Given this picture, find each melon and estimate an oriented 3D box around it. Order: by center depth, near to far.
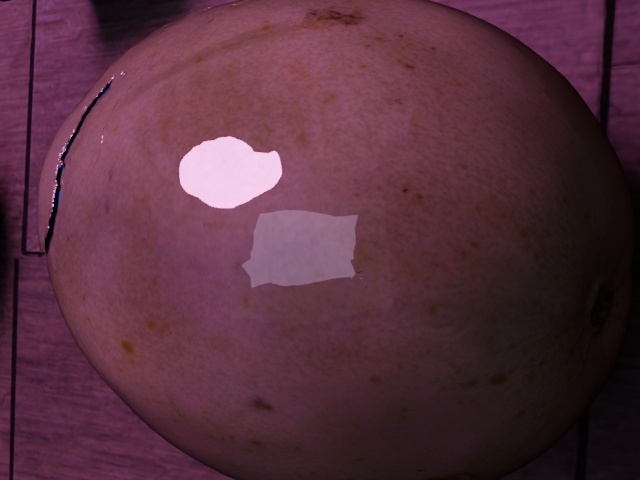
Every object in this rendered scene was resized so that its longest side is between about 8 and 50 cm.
[{"bbox_3d":[0.000,0.000,0.548,0.330,0.268,0.268,11,95,39],"label":"melon"}]
